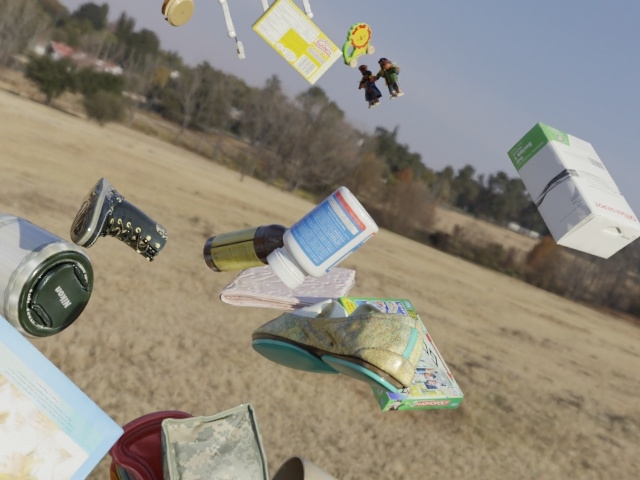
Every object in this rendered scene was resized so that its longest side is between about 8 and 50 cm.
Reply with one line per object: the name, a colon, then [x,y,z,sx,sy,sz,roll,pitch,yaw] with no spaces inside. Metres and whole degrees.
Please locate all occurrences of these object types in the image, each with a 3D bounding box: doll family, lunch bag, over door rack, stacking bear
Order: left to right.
stacking bear: [-0.315,0.414,1.481,0.175,0.164,0.289,54,-31,2]
lunch bag: [-0.151,0.425,1.216,0.169,0.287,0.235,-10,-23,-11]
over door rack: [-0.141,-0.611,2.212,0.240,0.108,0.324,-12,-19,1]
doll family: [0.144,-0.398,1.976,0.076,0.111,0.193,-26,8,-40]

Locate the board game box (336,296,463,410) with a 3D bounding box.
board game box: [0.181,0.264,1.890,0.214,0.046,0.317,5,39,-31]

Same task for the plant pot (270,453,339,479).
plant pot: [0.023,0.619,1.648,0.274,0.256,0.256,27,4,-13]

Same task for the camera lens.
camera lens: [-0.654,0.073,1.733,0.274,0.219,0.219,23,5,27]

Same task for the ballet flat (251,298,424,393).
ballet flat: [0.024,0.139,1.146,0.123,0.123,0.349,18,-10,-32]

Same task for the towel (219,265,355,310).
towel: [-0.081,0.127,2.211,0.317,0.053,0.332,8,16,11]

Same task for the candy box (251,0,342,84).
candy box: [-0.052,-0.463,1.834,0.206,0.105,0.027,39,10,-34]

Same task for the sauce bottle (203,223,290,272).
sauce bottle: [-0.156,0.016,2.123,0.344,0.111,0.111,-8,-13,35]

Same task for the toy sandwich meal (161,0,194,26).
toy sandwich meal: [-0.330,-0.534,1.836,0.029,0.085,0.085,42,13,22]

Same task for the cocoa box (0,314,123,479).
cocoa box: [-0.522,0.280,1.178,0.347,0.228,0.231,45,40,-7]

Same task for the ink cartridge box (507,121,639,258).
ink cartridge box: [0.451,-0.087,1.410,0.160,0.092,0.219,13,45,-36]

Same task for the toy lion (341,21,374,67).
toy lion: [0.096,-0.521,2.091,0.034,0.100,0.096,38,-17,45]

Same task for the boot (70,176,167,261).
boot: [-0.384,-0.019,1.547,0.179,0.085,0.236,40,15,-23]

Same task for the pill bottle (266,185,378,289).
pill bottle: [0.000,0.000,1.650,0.124,0.221,0.124,51,6,-8]
